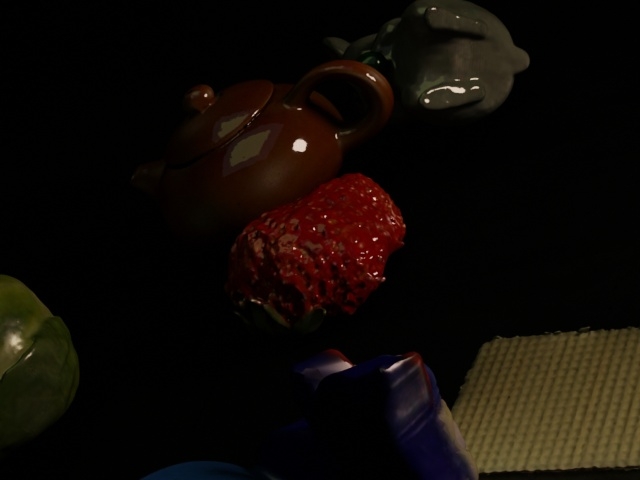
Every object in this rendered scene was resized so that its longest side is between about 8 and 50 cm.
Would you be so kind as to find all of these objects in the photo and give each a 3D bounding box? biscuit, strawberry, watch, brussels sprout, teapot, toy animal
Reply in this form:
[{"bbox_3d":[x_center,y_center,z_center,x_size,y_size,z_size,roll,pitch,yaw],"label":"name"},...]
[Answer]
[{"bbox_3d":[0.163,0.095,0.763,0.199,0.041,0.121,-8,31,34],"label":"biscuit"},{"bbox_3d":[0.000,0.000,1.072,0.146,0.082,0.187,2,35,37],"label":"strawberry"},{"bbox_3d":[-0.023,0.174,0.645,0.200,0.196,0.171,-35,16,-28],"label":"watch"},{"bbox_3d":[-0.266,0.100,1.097,0.145,0.131,0.183,-52,28,3],"label":"brussels sprout"},{"bbox_3d":[-0.054,-0.084,1.178,0.252,0.135,0.178,-27,27,27],"label":"teapot"},{"bbox_3d":[0.078,-0.145,1.236,0.138,0.108,0.236,1,-3,-20],"label":"toy animal"}]
